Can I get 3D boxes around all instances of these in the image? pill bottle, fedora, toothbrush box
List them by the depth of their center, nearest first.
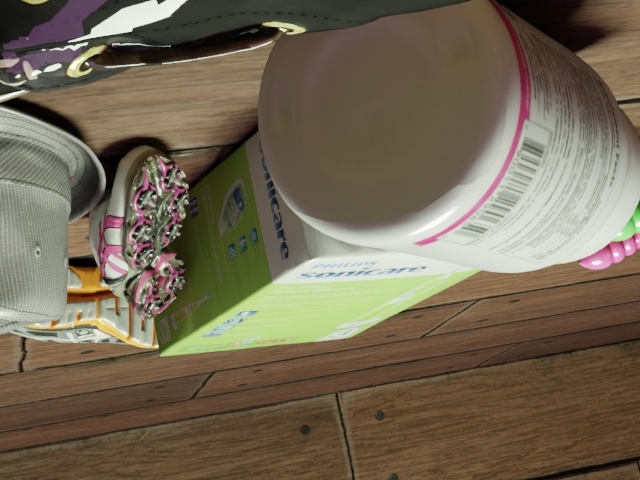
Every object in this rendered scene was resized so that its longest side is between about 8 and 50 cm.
[{"bbox_3d":[0.100,-0.063,0.774,0.160,0.160,0.283,-20,164,28],"label":"pill bottle"},{"bbox_3d":[-0.263,0.010,0.824,0.244,0.124,0.275,-13,166,3],"label":"fedora"},{"bbox_3d":[0.000,0.000,1.016,0.206,0.122,0.283,-3,164,-31],"label":"toothbrush box"}]

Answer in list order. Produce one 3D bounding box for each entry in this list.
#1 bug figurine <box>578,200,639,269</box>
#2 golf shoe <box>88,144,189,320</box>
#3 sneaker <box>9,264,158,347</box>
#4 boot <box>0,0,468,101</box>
[{"bbox_3d":[0.353,-0.043,1.196,0.216,0.072,0.279,-26,168,-5],"label":"bug figurine"},{"bbox_3d":[-0.152,-0.012,0.940,0.067,0.086,0.186,-43,160,-33],"label":"golf shoe"},{"bbox_3d":[-0.227,0.064,1.175,0.215,0.084,0.083,15,153,-42],"label":"sneaker"},{"bbox_3d":[-0.026,-0.112,0.329,0.377,0.138,0.284,-11,-170,-20],"label":"boot"}]
